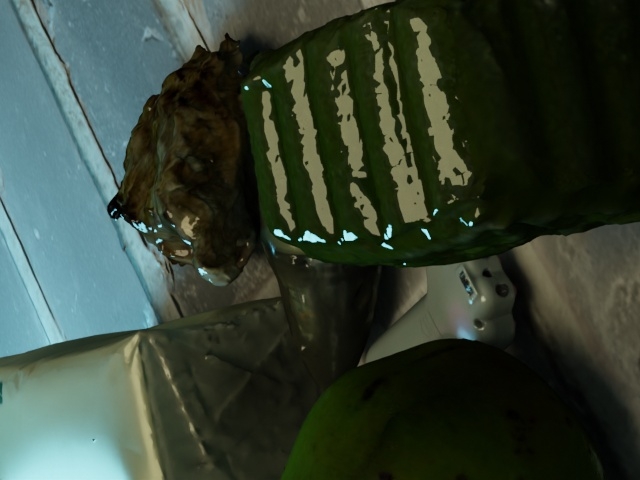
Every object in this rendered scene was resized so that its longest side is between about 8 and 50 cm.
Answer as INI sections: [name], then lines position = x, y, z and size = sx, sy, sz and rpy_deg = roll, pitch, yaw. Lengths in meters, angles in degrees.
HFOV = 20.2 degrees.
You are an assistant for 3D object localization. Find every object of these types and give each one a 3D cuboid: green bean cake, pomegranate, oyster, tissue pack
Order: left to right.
[tissue pack]
position = -0.133, 0.215, 1.588
size = 0.380, 0.207, 0.297
rpy_deg = -18, 86, 58
[oyster]
position = -0.116, -0.072, 1.512
size = 0.396, 0.111, 0.204
rpy_deg = -171, 81, -75
[pomegranate]
position = 0.074, 0.180, 1.267
size = 0.302, 0.236, 0.236
rpy_deg = -167, 66, -77
[green bean cake]
position = 0.107, -0.071, 1.073
size = 0.247, 0.250, 0.156
rpy_deg = -11, 92, 57

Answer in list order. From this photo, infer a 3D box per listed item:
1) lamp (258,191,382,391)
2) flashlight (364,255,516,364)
[lamp]
position = 0.000, 0.000, 1.406
size = 0.101, 0.101, 0.250
rpy_deg = 24, 124, 51
[flashlight]
position = 0.089, 0.070, 1.347
size = 0.093, 0.047, 0.200
rpy_deg = 63, 148, 20
